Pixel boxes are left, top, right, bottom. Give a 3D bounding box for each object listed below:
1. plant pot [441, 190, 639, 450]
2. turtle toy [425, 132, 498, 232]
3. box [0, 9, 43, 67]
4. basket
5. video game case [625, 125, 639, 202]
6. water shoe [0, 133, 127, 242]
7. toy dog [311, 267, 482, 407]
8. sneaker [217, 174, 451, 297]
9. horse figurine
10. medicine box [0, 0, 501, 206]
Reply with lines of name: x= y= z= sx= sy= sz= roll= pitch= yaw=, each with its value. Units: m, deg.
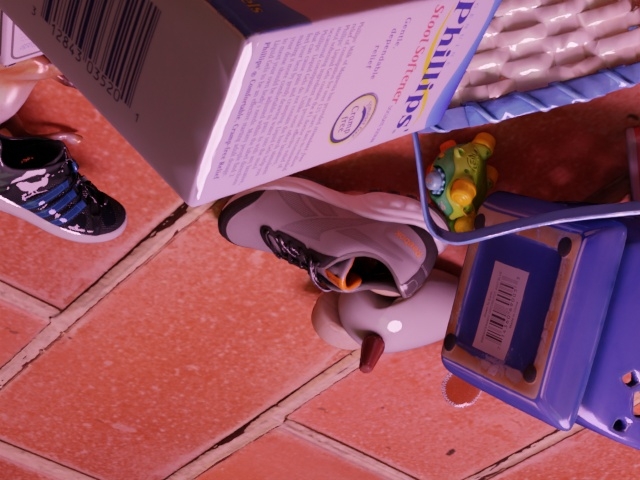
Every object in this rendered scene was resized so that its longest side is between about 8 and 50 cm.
plant pot: x=0.266 y=0.076 z=1.240 sx=0.212 sy=0.236 sz=0.236 roll=11 pitch=96 yaw=-31
turtle toy: x=0.146 y=-0.053 z=1.302 sx=0.066 sy=0.095 sz=0.130 roll=12 pitch=142 yaw=21
box: x=-0.196 y=-0.291 z=0.971 sx=0.169 sy=0.087 sz=0.290 roll=-27 pitch=152 yaw=-33
basket: x=0.194 y=-0.144 z=1.079 sx=0.254 sy=0.201 sz=0.289 roll=-9 pitch=108 yaw=13
video game case: x=0.481 y=-0.066 z=1.315 sx=0.285 sy=0.025 sz=0.204 roll=-9 pitch=138 yaw=11
water shoe: x=-0.270 y=-0.057 z=1.236 sx=0.203 sy=0.073 sz=0.080 roll=19 pitch=126 yaw=-40
toy dog: x=0.154 y=0.106 z=1.421 sx=0.333 sy=0.161 sz=0.220 roll=0 pitch=139 yaw=2
sneaker: x=0.000 y=0.000 z=1.316 sx=0.271 sy=0.108 sz=0.100 roll=7 pitch=145 yaw=29
horse figurine: x=-0.305 y=-0.142 z=1.228 sx=0.174 sy=0.066 sz=0.263 roll=18 pitch=134 yaw=-28
medicine box: x=-0.055 y=-0.192 z=0.912 sx=0.289 sy=0.263 sz=0.149 roll=-23 pitch=149 yaw=-44
